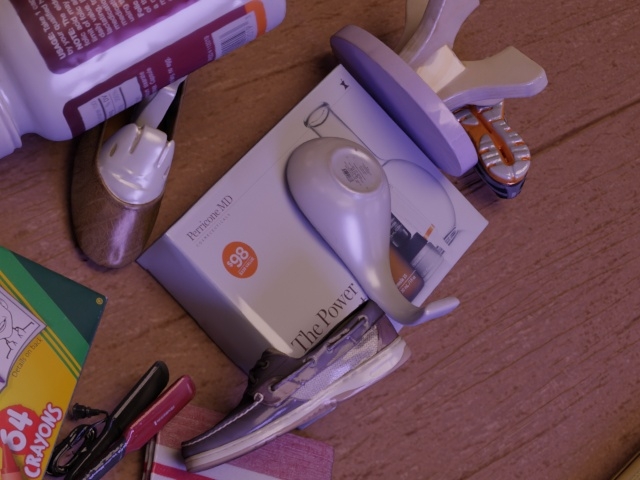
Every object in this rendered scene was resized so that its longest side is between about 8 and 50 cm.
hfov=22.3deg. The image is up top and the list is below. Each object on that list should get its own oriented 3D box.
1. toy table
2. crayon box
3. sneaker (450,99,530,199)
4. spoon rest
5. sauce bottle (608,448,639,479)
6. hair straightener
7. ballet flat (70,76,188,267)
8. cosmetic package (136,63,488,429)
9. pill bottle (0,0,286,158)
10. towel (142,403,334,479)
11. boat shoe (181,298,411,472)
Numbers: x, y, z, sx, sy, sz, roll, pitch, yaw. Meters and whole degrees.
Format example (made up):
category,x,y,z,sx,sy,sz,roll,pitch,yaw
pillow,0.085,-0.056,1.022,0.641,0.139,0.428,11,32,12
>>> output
category,x,y,z,sx,sy,sz,roll,pitch,yaw
toy table,0.153,-0.218,2.070,0.161,0.252,0.274,-39,64,-9
crayon box,-0.422,0.156,1.634,0.313,0.106,0.363,28,56,-19
sneaker,0.222,-0.145,2.202,0.084,0.083,0.215,-15,56,-3
spoon rest,0.056,-0.009,1.924,0.137,0.084,0.276,-15,63,-37
sauce bottle,0.393,0.353,2.055,0.344,0.111,0.111,-35,89,-36
hair straightener,-0.241,0.216,1.751,0.089,0.047,0.230,28,65,34
ballet flat,-0.206,-0.136,1.895,0.116,0.124,0.342,26,57,-21
cosmetic package,0.000,0.000,1.982,0.284,0.097,0.377,45,53,-4
pill bottle,-0.256,-0.248,1.778,0.392,0.224,0.224,-29,85,-10
towel,-0.101,0.355,1.790,0.237,0.037,0.329,20,61,-26
boat shoe,-0.037,0.160,1.793,0.285,0.103,0.092,-28,87,-13
